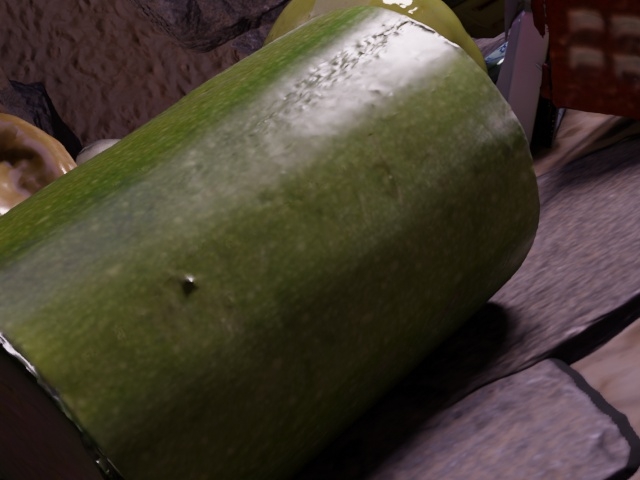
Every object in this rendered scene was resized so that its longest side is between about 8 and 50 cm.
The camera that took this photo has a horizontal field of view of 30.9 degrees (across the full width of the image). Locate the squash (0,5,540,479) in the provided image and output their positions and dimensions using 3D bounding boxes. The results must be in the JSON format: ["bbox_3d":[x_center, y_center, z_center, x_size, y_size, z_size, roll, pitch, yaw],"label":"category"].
[{"bbox_3d":[-0.062,0.033,0.805,0.384,0.263,0.263,-38,16,-31],"label":"squash"}]

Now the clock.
[{"bbox_3d":[0.245,-0.216,1.285,0.083,0.187,0.253,12,27,14],"label":"clock"}]

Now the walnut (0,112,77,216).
[{"bbox_3d":[-0.363,0.047,1.265,0.383,0.384,0.383,-27,13,7],"label":"walnut"}]

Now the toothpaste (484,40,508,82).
[{"bbox_3d":[0.260,-0.254,1.695,0.296,0.048,0.075,-36,17,-12],"label":"toothpaste"}]

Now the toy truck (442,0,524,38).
[{"bbox_3d":[0.263,-0.400,1.472,0.405,0.254,0.181,-26,53,39],"label":"toy truck"}]

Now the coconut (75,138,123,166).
[{"bbox_3d":[-0.229,-0.035,1.492,0.202,0.222,0.202,-32,13,8],"label":"coconut"}]

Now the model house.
[{"bbox_3d":[0.353,-0.207,1.080,0.254,0.160,0.196,22,46,37],"label":"model house"}]

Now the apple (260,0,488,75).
[{"bbox_3d":[0.063,-0.189,1.381,0.279,0.279,0.279,-27,13,7],"label":"apple"}]
